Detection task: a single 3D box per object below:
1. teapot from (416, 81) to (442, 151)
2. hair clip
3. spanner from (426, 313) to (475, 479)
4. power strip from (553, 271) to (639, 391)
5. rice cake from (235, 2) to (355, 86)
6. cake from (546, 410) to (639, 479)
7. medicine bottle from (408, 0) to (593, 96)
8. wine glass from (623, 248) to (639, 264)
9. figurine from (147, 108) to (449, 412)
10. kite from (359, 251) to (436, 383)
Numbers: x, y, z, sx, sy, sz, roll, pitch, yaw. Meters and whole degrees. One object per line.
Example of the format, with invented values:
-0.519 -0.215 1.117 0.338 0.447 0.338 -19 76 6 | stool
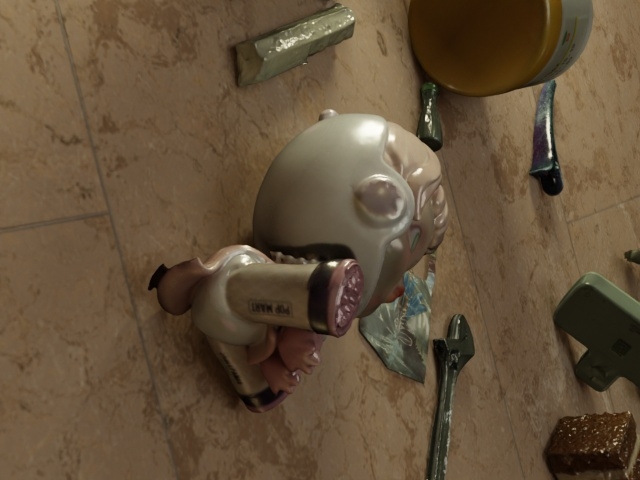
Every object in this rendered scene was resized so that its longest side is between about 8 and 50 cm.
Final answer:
0.172 -0.194 1.512 0.043 0.043 0.111 33 52 -43 | teapot
0.443 -0.220 1.875 0.083 0.048 0.275 36 51 -36 | hair clip
0.180 0.251 1.393 0.093 0.026 0.325 40 51 -40 | spanner
0.541 0.195 1.754 0.265 0.193 0.059 38 42 9 | power strip
-0.029 -0.258 1.261 0.256 0.052 0.057 -37 138 -51 | rice cake
0.482 0.386 1.659 0.134 0.135 0.147 -42 117 -51 | cake
0.296 -0.358 1.563 0.232 0.238 0.238 -19 94 -55 | medicine bottle
0.758 0.173 2.016 0.238 0.238 0.323 22 64 -48 | wine glass
0.005 -0.003 1.069 0.211 0.253 0.361 50 49 -7 | figurine
0.124 0.042 1.392 0.169 0.015 0.310 37 52 -40 | kite
